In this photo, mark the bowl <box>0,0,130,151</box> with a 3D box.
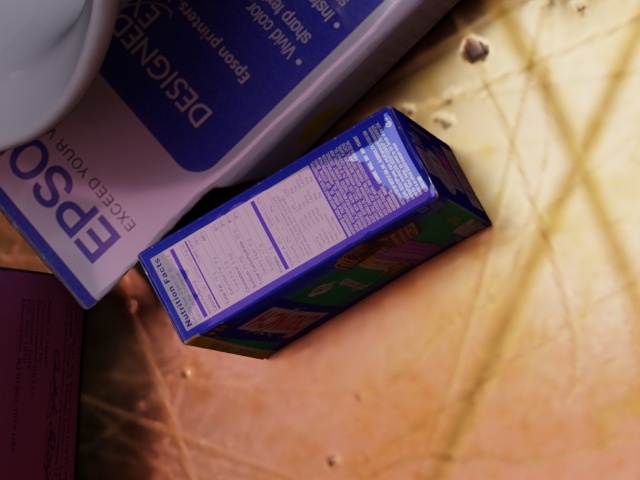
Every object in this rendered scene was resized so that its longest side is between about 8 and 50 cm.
[{"bbox_3d":[-0.135,-0.185,0.638,0.298,0.298,0.134,39,55,14],"label":"bowl"}]

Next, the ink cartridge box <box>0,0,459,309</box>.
[{"bbox_3d":[-0.066,-0.185,0.771,0.307,0.072,0.303,-43,78,12],"label":"ink cartridge box"}]

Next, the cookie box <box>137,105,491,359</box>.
[{"bbox_3d":[0.000,0.000,0.727,0.107,0.092,0.040,-30,76,12],"label":"cookie box"}]

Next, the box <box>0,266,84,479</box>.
[{"bbox_3d":[-0.228,0.112,0.767,0.243,0.117,0.214,2,87,14],"label":"box"}]
